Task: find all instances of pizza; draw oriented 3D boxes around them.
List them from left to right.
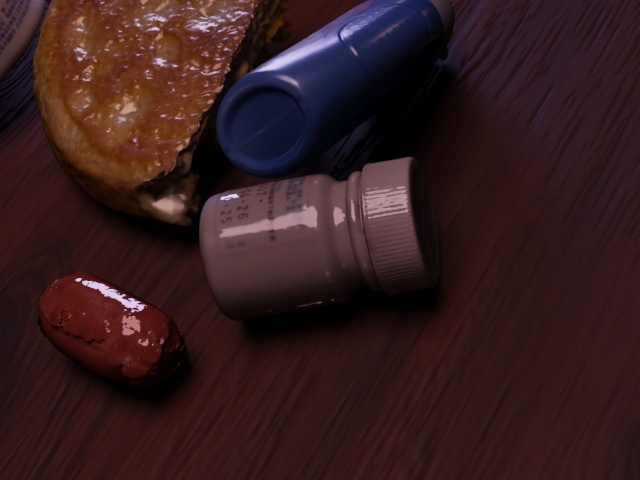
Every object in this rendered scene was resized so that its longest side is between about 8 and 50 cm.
[{"bbox_3d":[-0.178,-0.131,1.368,0.268,0.087,0.258,8,55,29],"label":"pizza"}]

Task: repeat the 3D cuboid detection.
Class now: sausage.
[{"bbox_3d":[-0.165,0.071,1.188,0.141,0.076,0.076,25,63,36],"label":"sausage"}]

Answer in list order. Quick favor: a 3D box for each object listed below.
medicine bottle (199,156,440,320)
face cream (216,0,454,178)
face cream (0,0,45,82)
[{"bbox_3d":[0.000,0.000,1.163,0.168,0.105,0.105,-10,47,14],"label":"medicine bottle"},{"bbox_3d":[0.027,-0.141,1.241,0.149,0.083,0.264,-30,6,41],"label":"face cream"},{"bbox_3d":[-0.366,-0.206,1.466,0.206,0.111,0.206,-26,42,26],"label":"face cream"}]
